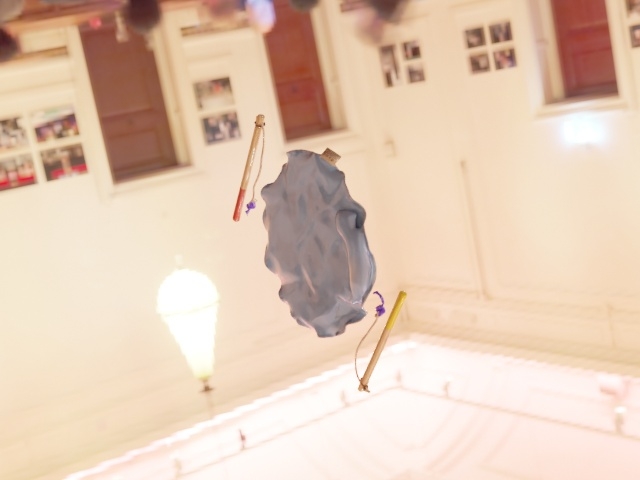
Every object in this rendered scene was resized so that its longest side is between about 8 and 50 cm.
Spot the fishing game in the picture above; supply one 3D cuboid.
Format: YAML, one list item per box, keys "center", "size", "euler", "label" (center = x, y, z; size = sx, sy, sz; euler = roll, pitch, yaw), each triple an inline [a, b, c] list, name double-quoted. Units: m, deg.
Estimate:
- center: [0.000, 0.000, 0.998]
  size: [0.041, 0.189, 0.264]
  euler: [-14, -134, -32]
  label: "fishing game"
